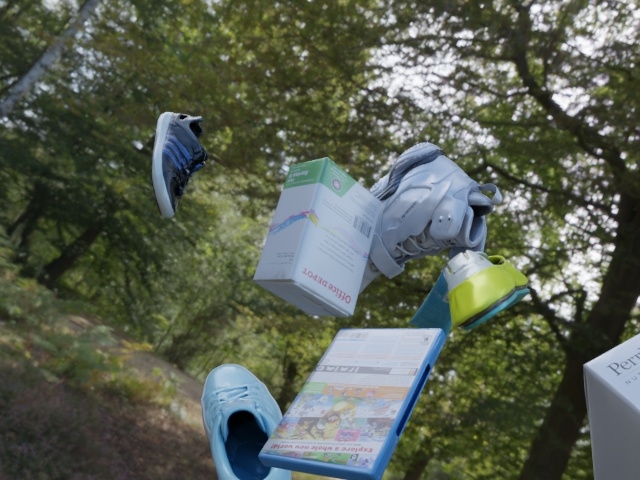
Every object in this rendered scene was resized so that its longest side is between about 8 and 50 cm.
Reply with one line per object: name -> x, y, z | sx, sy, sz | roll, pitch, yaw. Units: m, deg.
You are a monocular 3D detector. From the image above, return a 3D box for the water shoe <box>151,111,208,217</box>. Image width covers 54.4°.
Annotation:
water shoe -> -0.216, -0.126, 0.967 | 0.080, 0.203, 0.073 | -3, -33, -6

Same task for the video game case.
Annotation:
video game case -> 0.032, 0.139, 0.560 | 0.119, 0.166, 0.015 | -6, -59, 37

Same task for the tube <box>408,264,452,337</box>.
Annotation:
tube -> 0.223, 0.122, 1.151 | 0.080, 0.052, 0.207 | 32, -36, 14

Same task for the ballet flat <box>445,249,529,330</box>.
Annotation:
ballet flat -> 0.176, 0.047, 0.688 | 0.077, 0.077, 0.231 | 58, 22, 14

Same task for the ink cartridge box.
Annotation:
ink cartridge box -> 0.000, 0.000, 0.999 | 0.093, 0.212, 0.154 | -6, -30, 41

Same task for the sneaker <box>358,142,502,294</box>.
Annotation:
sneaker -> 0.153, 0.003, 1.115 | 0.210, 0.365, 0.137 | 38, -2, 43

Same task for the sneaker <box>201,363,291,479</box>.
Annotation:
sneaker -> -0.115, 0.291, 0.986 | 0.366, 0.135, 0.150 | -127, -149, -55

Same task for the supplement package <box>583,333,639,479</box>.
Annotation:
supplement package -> 0.335, 0.180, 0.383 | 0.293, 0.178, 0.175 | 51, -15, 55
